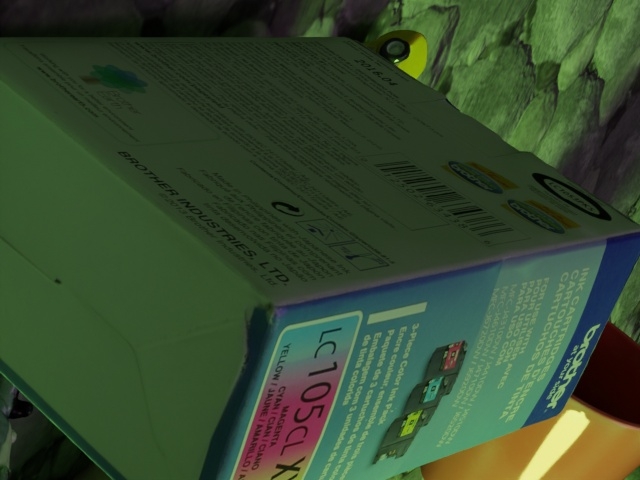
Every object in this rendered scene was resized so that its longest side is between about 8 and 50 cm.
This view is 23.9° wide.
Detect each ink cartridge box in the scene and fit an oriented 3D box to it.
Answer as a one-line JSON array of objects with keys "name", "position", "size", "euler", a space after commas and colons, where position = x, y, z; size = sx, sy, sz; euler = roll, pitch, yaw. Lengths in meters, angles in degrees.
[{"name": "ink cartridge box", "position": [0.000, 0.000, 0.886], "size": [0.395, 0.270, 0.151], "euler": [-11, 130, -47]}]

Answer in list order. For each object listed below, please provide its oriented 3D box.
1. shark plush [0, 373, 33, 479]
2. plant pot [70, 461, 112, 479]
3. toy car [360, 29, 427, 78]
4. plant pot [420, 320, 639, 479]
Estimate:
[{"name": "shark plush", "position": [-0.228, 0.142, 0.957], "size": [0.067, 0.073, 0.161], "euler": [39, 87, -36]}, {"name": "plant pot", "position": [-0.140, 0.295, 1.100], "size": [0.191, 0.284, 0.284], "euler": [-25, 150, -7]}, {"name": "toy car", "position": [-0.018, -0.048, 1.159], "size": [0.239, 0.053, 0.225], "euler": [-30, 143, -49]}, {"name": "plant pot", "position": [0.264, 0.229, 1.843], "size": [0.275, 0.275, 0.243], "euler": [-15, 140, -59]}]
